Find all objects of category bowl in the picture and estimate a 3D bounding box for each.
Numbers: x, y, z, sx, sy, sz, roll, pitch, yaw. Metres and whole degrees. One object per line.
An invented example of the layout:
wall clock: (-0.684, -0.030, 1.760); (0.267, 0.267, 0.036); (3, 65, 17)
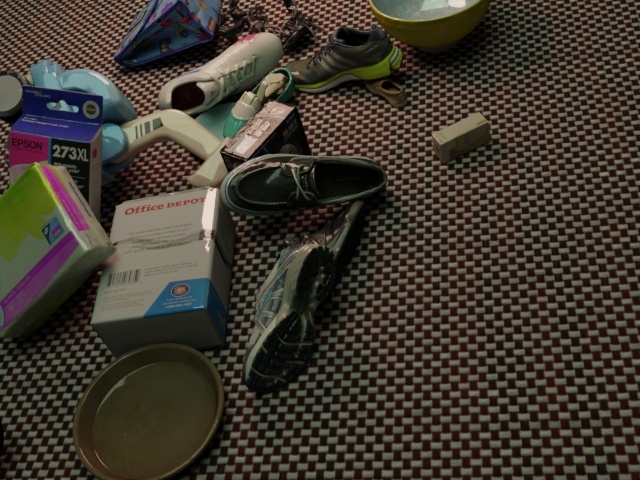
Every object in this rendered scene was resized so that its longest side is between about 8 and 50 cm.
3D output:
bowl: (0.266, -0.536, 2.085); (0.289, 0.156, 0.289); (-8, 46, 9)

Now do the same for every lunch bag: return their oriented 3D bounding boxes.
lunch bag: (-0.414, -0.569, 2.337); (0.293, 0.138, 0.221); (-24, 37, 26)

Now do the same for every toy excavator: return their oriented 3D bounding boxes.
toy excavator: (-0.442, -0.238, 1.944); (0.445, 0.222, 0.433); (-26, 78, 3)

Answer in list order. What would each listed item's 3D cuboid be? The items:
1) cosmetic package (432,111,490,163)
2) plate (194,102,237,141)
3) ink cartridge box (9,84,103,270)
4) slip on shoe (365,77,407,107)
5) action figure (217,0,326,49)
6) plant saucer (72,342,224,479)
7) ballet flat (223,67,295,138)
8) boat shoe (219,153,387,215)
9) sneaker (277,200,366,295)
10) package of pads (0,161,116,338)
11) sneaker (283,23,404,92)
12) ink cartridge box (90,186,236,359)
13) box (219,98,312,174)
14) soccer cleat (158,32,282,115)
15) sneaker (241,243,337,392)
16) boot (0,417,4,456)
cosmetic package: (0.293, -0.213, 1.851); (0.115, 0.060, 0.041); (-27, 48, -6)
plate: (-0.219, -0.251, 2.060); (0.188, 0.024, 0.188); (-9, 46, 9)
ink cartridge box: (-0.535, -0.118, 1.800); (0.176, 0.371, 0.069); (9, 16, 8)
slip on shoe: (0.148, -0.350, 2.030); (0.051, 0.041, 0.135); (-30, 48, -12)
action figure: (-0.127, -0.557, 2.234); (0.276, 0.141, 0.164); (8, 50, 27)
plant saucer: (-0.297, 0.306, 1.560); (0.278, 0.041, 0.278); (-8, 50, 9)
ballet flat: (-0.143, -0.316, 2.020); (0.083, 0.087, 0.247); (25, 52, 22)
boat shoe: (-0.029, -0.122, 1.754); (0.335, 0.121, 0.119); (-11, 5, -15)
sneaker: (0.000, 0.000, 1.724); (0.130, 0.087, 0.227); (19, 62, 22)
package of pads: (-0.562, 0.017, 1.723); (0.296, 0.101, 0.229); (-41, 73, 21)
sneaker: (0.038, -0.432, 2.065); (0.300, 0.121, 0.111); (-9, 44, 27)
ink cartridge box: (-0.294, 0.061, 1.726); (0.223, 0.129, 0.307); (-9, 47, 10)
box: (-0.112, -0.184, 1.883); (0.077, 0.147, 0.180); (21, 56, 31)
soccer cleat: (-0.228, -0.379, 2.106); (0.331, 0.116, 0.143); (-30, 24, -1)
sneaker: (-0.070, 0.137, 1.601); (0.122, 0.110, 0.283); (11, 71, 51)
boot: (-0.553, 0.448, 1.445); (0.260, 0.131, 0.348); (5, 61, 29)
